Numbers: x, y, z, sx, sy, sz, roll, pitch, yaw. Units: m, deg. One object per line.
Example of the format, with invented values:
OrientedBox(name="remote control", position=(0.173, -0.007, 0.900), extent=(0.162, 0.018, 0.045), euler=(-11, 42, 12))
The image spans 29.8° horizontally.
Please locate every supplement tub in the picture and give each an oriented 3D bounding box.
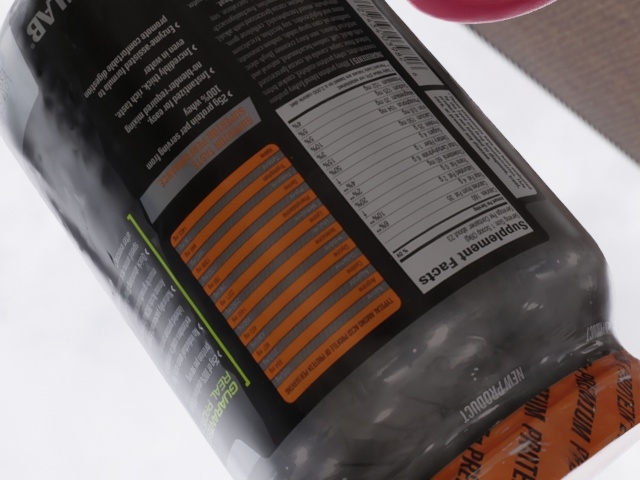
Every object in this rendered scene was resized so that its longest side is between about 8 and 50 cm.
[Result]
OrientedBox(name="supplement tub", position=(0.000, 0.000, 0.561), extent=(0.193, 0.194, 0.316), euler=(-29, -111, -21))

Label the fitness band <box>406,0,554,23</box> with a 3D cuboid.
OrientedBox(name="fitness band", position=(0.149, -0.262, 0.781), extent=(0.209, 0.291, 0.054), euler=(-6, -126, -30))
